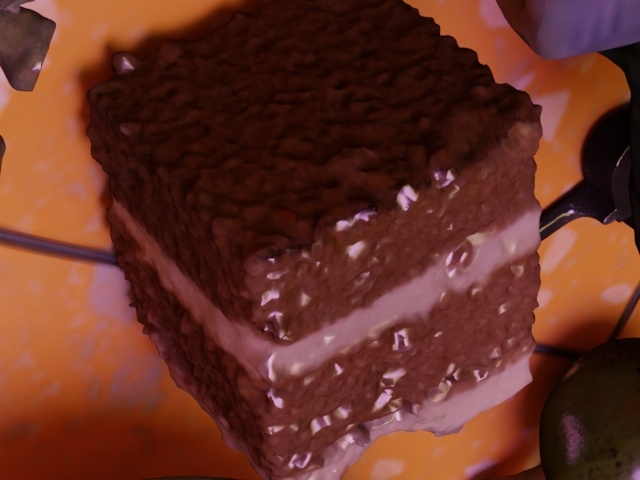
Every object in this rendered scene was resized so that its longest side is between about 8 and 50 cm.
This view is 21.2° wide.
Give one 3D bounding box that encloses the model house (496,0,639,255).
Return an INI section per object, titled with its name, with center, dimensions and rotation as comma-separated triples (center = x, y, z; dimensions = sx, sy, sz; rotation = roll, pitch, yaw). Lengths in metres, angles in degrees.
[model house]
center = 0.197, -0.182, 0.550
dimensions = 0.400, 0.395, 0.445
rotation = -27, 144, -5

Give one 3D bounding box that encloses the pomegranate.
[pomegranate]
center = 0.143, 0.113, 0.854
dimensions = 0.142, 0.114, 0.114
rotation = -30, 139, 20

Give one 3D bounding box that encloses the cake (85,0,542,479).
[cake]
center = 0.000, 0.000, 0.651
dimensions = 0.135, 0.134, 0.147
rotation = -26, 140, -21

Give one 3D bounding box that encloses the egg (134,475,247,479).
[egg]
center = -0.022, 0.226, 0.709
dimensions = 0.230, 0.230, 0.371
rotation = -49, 139, 0

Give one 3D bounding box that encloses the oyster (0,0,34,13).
[oyster]
center = -0.078, -0.131, 0.491
dimensions = 0.252, 0.087, 0.199
rotation = -48, 148, -18

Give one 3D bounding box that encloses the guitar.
[guitar]
center = 0.131, -0.018, 0.807
dimensions = 0.233, 0.025, 0.088
rotation = -36, 135, -14

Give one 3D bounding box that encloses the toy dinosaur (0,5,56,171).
[toy dinosaur]
center = -0.184, -0.048, 0.530
dimensions = 0.188, 0.075, 0.247
rotation = 19, 82, -18
